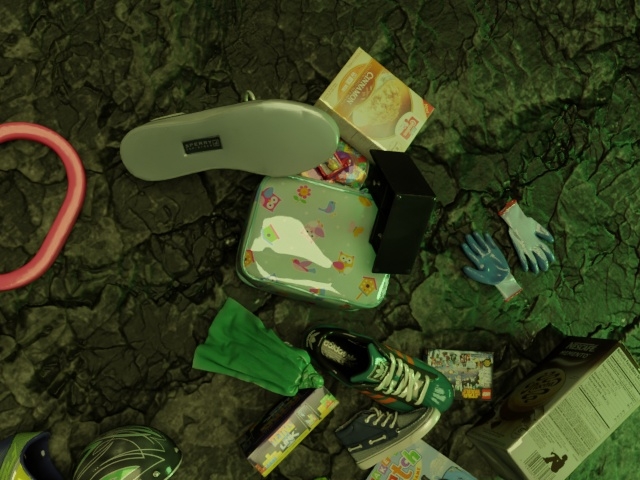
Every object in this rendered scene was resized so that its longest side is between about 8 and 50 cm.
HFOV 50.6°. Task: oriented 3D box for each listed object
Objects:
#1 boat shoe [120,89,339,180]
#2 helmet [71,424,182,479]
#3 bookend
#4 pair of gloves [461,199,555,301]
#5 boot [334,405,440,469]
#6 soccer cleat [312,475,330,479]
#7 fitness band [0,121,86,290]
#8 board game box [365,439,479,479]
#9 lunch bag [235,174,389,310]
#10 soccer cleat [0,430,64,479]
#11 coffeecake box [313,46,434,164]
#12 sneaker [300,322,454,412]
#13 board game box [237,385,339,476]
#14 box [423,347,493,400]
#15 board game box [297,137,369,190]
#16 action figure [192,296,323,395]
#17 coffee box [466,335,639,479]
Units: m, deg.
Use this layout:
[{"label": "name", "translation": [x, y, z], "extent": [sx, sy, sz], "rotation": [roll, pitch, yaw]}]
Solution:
[{"label": "boat shoe", "translation": [-0.149, -0.181, 1.178], "extent": [0.367, 0.156, 0.135], "rotation": [-7, 115, 6]}, {"label": "helmet", "translation": [-0.309, 0.378, 1.086], "extent": [0.169, 0.169, 0.161], "rotation": [3, 101, -12]}, {"label": "bookend", "translation": [0.120, -0.051, 1.158], "extent": [0.072, 0.157, 0.156], "rotation": [3, 124, -16]}, {"label": "pair of gloves", "translation": [0.372, 0.024, 1.346], "extent": [0.198, 0.023, 0.159], "rotation": [-37, 91, -14]}, {"label": "boot", "translation": [0.115, 0.329, 1.199], "extent": [0.190, 0.069, 0.086], "rotation": [-39, 92, 20]}, {"label": "soccer cleat", "translation": [0.036, 0.504, 1.209], "extent": [0.072, 0.060, 0.179], "rotation": [-42, 88, -3]}, {"label": "fitness band", "translation": [-0.521, -0.058, 1.137], "extent": [0.209, 0.054, 0.290], "rotation": [25, 81, -9]}, {"label": "board game box", "translation": [0.188, 0.456, 1.194], "extent": [0.211, 0.039, 0.160], "rotation": [29, 76, 31]}, {"label": "lunch bag", "translation": [0.000, 0.000, 1.220], "extent": [0.279, 0.108, 0.224], "rotation": [15, 76, -13]}, {"label": "soccer cleat", "translation": [-0.440, 0.438, 1.053], "extent": [0.121, 0.093, 0.289], "rotation": [-23, 72, 1]}, {"label": "coffeecake box", "translation": [0.098, -0.246, 1.278], "extent": [0.185, 0.068, 0.142], "rotation": [37, 69, -7]}, {"label": "sneaker", "translation": [0.106, 0.238, 1.203], "extent": [0.302, 0.121, 0.108], "rotation": [23, 84, -4]}, {"label": "board game box", "translation": [-0.060, 0.311, 1.159], "extent": [0.170, 0.141, 0.048], "rotation": [-43, 95, -14]}, {"label": "box", "translation": [0.263, 0.256, 1.295], "extent": [0.137, 0.027, 0.094], "rotation": [4, 85, -12]}, {"label": "board game box", "translation": [0.016, -0.158, 1.278], "extent": [0.169, 0.033, 0.133], "rotation": [14, 82, -11]}, {"label": "action figure", "translation": [-0.094, 0.199, 1.142], "extent": [0.232, 0.063, 0.137], "rotation": [20, 81, 30]}, {"label": "coffee box", "translation": [0.441, 0.317, 1.258], "extent": [0.297, 0.168, 0.119], "rotation": [-38, 94, -14]}]
